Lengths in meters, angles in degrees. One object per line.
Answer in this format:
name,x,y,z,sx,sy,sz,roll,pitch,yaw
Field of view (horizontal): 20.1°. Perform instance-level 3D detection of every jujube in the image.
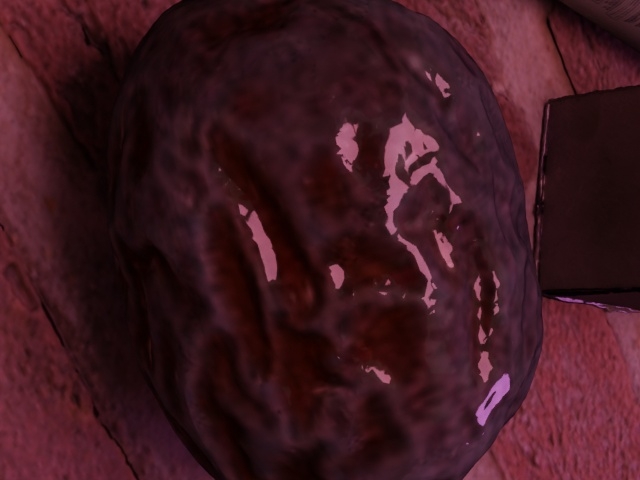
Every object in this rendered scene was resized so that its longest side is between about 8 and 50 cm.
jujube,-0.004,0.003,1.007,0.215,0.246,0.308,-31,102,-42

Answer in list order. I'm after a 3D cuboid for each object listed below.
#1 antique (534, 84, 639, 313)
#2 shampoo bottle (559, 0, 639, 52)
antique,0.253,-0.023,1.283,0.148,0.146,0.152,10,81,-41
shampoo bottle,0.233,-0.187,1.311,0.262,0.085,0.085,25,73,-37
